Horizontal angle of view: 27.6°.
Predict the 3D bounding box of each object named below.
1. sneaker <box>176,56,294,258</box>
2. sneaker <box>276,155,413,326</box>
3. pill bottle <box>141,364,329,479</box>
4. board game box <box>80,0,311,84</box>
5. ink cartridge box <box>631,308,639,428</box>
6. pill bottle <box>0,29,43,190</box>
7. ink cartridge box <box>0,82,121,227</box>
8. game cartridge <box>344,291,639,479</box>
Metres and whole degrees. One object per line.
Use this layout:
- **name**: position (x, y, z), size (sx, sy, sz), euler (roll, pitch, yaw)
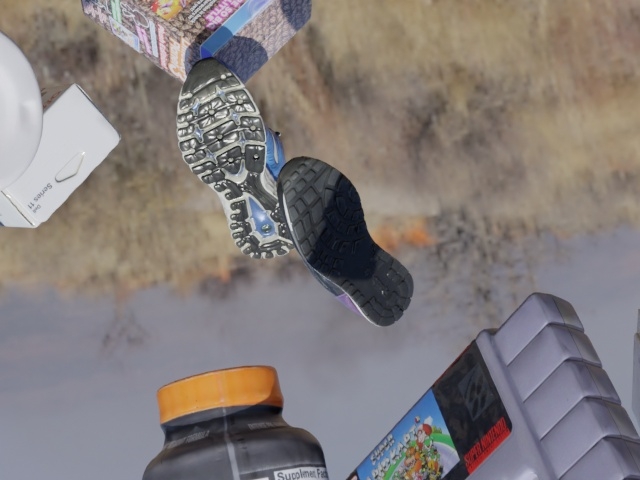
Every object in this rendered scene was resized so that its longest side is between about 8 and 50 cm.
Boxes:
- **sneaker**: position (-0.124, -0.132, 1.923), size (0.129, 0.330, 0.147), euler (-15, -143, 6)
- **sneaker**: position (0.000, 0.000, 1.639), size (0.124, 0.283, 0.107), euler (22, -116, 46)
- **pill bottle**: position (-0.049, 0.212, 0.885), size (0.130, 0.246, 0.130), euler (-11, 165, -3)
- **board game box**: position (-0.195, -0.390, 2.018), size (0.232, 0.291, 0.141), euler (-47, 162, -22)
- **ink cartridge box**: position (0.432, 0.152, 1.398), size (0.176, 0.127, 0.128), euler (2, -163, 3)
- **pill bottle**: position (-0.302, -0.084, 0.907), size (0.208, 0.119, 0.119), euler (-1, -178, 39)
- **ink cartridge box**: position (-0.344, -0.096, 1.485), size (0.208, 0.087, 0.153), euler (2, -133, 53)
- **game cartridge**: position (0.119, 0.235, 1.071), size (0.068, 0.230, 0.355), euler (12, 130, -36)
